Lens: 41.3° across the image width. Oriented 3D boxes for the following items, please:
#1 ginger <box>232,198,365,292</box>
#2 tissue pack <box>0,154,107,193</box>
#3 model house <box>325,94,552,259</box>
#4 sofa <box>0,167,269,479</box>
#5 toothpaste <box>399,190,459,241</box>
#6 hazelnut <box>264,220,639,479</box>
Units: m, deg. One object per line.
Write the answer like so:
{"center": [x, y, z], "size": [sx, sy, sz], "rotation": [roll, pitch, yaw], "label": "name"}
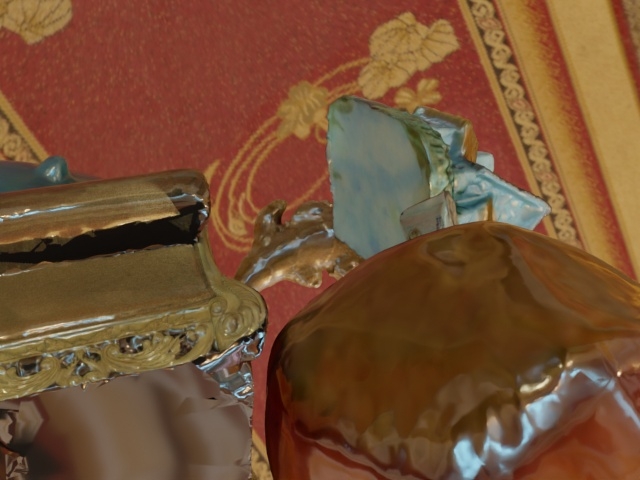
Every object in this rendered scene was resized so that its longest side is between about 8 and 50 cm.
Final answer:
{"center": [0.002, -0.001, 1.310], "size": [0.332, 0.166, 0.080], "rotation": [-19, 159, 0], "label": "ginger"}
{"center": [-0.285, 0.019, 0.872], "size": [0.198, 0.287, 0.206], "rotation": [9, 88, 15], "label": "tissue pack"}
{"center": [0.168, -0.083, 1.111], "size": [0.241, 0.261, 0.226], "rotation": [-12, 116, -23], "label": "model house"}
{"center": [-0.148, 0.071, 0.556], "size": [0.199, 0.182, 0.258], "rotation": [-9, 139, -12], "label": "sofa"}
{"center": [0.121, 0.076, 0.720], "size": [0.038, 0.060, 0.234], "rotation": [-14, 85, -44], "label": "toothpaste"}
{"center": [0.084, 0.092, 0.394], "size": [0.210, 0.186, 0.210], "rotation": [9, 150, 5], "label": "hazelnut"}
